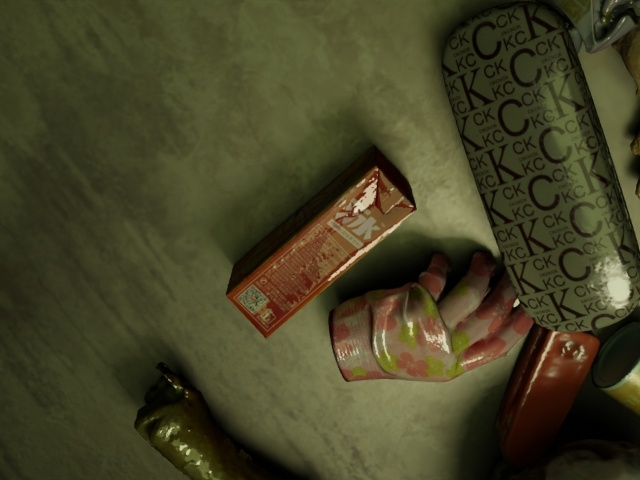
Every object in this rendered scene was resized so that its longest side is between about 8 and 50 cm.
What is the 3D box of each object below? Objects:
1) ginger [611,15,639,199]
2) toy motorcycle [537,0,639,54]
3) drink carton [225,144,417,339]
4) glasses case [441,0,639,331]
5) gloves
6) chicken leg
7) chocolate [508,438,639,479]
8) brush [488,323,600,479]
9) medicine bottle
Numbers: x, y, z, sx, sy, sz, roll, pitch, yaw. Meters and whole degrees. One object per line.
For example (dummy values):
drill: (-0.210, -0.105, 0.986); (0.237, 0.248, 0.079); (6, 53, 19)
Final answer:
ginger: (0.372, -0.102, 1.049); (0.089, 0.075, 0.288); (-22, 111, 9)
toy motorcycle: (0.284, -0.275, 0.976); (0.152, 0.073, 0.225); (16, 116, 16)
drink carton: (0.000, 0.000, 1.066); (0.223, 0.096, 0.071); (-40, 104, 13)
glasses case: (0.233, -0.072, 1.007); (0.137, 0.085, 0.354); (-15, 101, 28)
gloves: (0.139, 0.096, 1.091); (0.241, 0.126, 0.145); (-12, 106, 11)
chicken leg: (-0.080, 0.326, 1.159); (0.153, 0.201, 0.429); (-42, 99, -16)
chocolate: (0.299, 0.335, 1.065); (0.303, 0.303, 0.213); (-10, 112, 4)
brush: (0.258, 0.190, 1.159); (0.070, 0.051, 0.323); (18, 105, -13)
medicine bottle: (0.512, 0.254, 1.148); (0.426, 0.108, 0.108); (34, 106, -10)
